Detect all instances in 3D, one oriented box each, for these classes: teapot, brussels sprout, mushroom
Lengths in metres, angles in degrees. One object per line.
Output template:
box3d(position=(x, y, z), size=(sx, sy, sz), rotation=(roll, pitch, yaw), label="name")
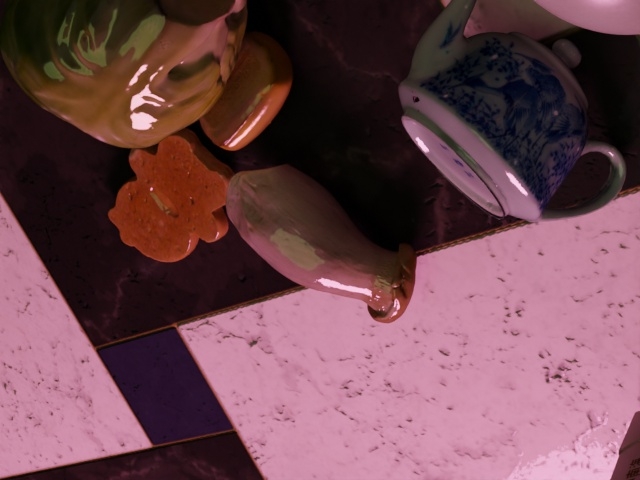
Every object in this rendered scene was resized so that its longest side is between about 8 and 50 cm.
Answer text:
box3d(position=(0.161, -0.107, 0.990), size=(0.159, 0.159, 0.232), rotation=(-29, 112, 40), label="teapot")
box3d(position=(-0.175, -0.203, 1.092), size=(0.244, 0.244, 0.244), rotation=(16, 124, 24), label="brussels sprout")
box3d(position=(0.001, -0.001, 1.180), size=(0.213, 0.088, 0.097), rotation=(32, 97, 6), label="mushroom")

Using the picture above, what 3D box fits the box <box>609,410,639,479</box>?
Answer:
box3d(position=(0.309, 0.263, 1.038), size=(0.067, 0.243, 0.155), rotation=(-24, 102, 33), label="box")

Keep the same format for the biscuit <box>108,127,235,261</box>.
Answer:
box3d(position=(-0.156, -0.042, 1.291), size=(0.133, 0.027, 0.184), rotation=(35, 132, 9), label="biscuit")

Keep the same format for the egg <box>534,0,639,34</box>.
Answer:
box3d(position=(0.189, -0.313, 0.772), size=(0.230, 0.230, 0.370), rotation=(3, 122, 31), label="egg")

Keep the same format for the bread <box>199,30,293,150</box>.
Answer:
box3d(position=(-0.067, -0.141, 1.155), size=(0.115, 0.056, 0.082), rotation=(-51, 58, 28), label="bread")
